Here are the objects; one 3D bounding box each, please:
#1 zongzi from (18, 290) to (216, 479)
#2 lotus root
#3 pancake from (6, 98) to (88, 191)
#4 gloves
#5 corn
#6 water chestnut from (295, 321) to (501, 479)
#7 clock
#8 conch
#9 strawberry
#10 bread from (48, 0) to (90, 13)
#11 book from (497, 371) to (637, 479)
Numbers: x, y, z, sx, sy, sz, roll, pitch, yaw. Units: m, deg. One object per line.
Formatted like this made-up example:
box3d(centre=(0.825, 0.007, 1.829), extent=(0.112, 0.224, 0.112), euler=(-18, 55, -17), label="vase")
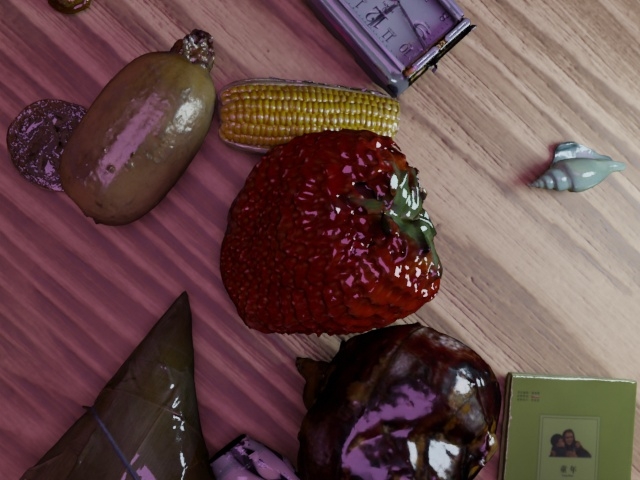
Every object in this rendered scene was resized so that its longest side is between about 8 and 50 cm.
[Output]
box3d(centre=(-0.197, 0.323, 1.155), extent=(0.356, 0.174, 0.393), euler=(34, 78, 13), label="zongzi")
box3d(centre=(-0.260, -0.176, 1.181), extent=(0.169, 0.151, 0.342), euler=(36, 86, -22), label="lotus root")
box3d(centre=(-0.416, -0.150, 1.231), extent=(0.158, 0.028, 0.158), euler=(1, 86, -9), label="pancake")
box3d(centre=(-0.079, 0.410, 1.223), extent=(0.127, 0.111, 0.212), euler=(-38, 91, -25), label="gloves")
box3d(centre=(-0.014, -0.192, 1.245), extent=(0.305, 0.122, 0.123), euler=(5, 45, -9), label="corn")
box3d(centre=(0.084, 0.265, 1.166), extent=(0.347, 0.335, 0.335), euler=(33, 84, 25), label="water chestnut")
box3d(centre=(0.111, -0.377, 1.273), extent=(0.186, 0.083, 0.253), euler=(-42, 93, -6), label="clock")
box3d(centre=(0.431, -0.119, 1.324), extent=(0.180, 0.088, 0.065), euler=(-14, 134, -14), label="conch")
box3d(centre=(0.000, 0.000, 1.176), extent=(0.351, 0.267, 0.312), euler=(-24, 81, 25), label="strawberry")
box3d(centre=(-0.398, -0.404, 1.229), extent=(0.081, 0.046, 0.083), euler=(-12, 92, -2), label="bread")
box3d(centre=(0.417, 0.406, 1.319), extent=(0.239, 0.035, 0.352), euler=(5, 88, -9), label="book")
